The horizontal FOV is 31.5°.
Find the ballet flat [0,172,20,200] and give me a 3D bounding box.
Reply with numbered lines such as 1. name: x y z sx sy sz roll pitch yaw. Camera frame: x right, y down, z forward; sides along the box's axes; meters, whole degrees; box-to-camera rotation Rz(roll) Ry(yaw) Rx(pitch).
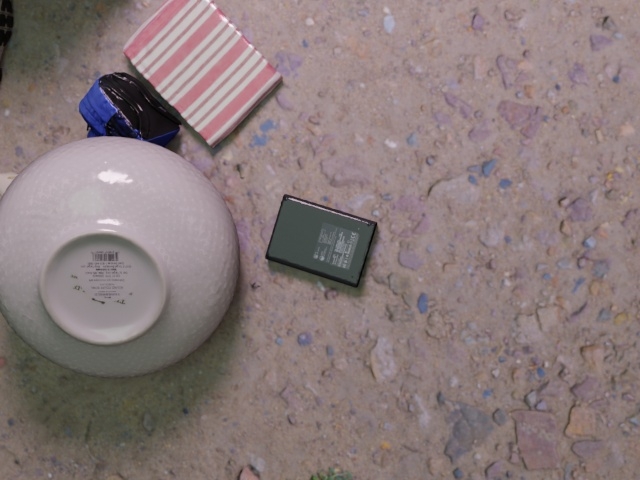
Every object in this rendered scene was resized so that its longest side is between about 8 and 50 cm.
1. ballet flat: -0.451 -0.030 1.604 0.316 0.107 0.106 -36 72 9

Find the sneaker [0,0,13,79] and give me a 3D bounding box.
1. sneaker: -0.491 -0.286 1.620 0.071 0.068 0.169 15 95 15

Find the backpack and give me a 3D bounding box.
1. backpack: -0.276 -0.166 1.568 0.101 0.098 0.120 -41 86 27

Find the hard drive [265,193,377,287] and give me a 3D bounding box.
1. hard drive: 0.000 0.000 1.560 0.135 0.022 0.094 18 95 9

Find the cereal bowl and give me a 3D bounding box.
1. cereal bowl: -0.278 0.039 1.497 0.339 0.141 0.338 0 110 -1

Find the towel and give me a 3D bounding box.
1. towel: -0.165 -0.246 1.583 0.144 0.029 0.197 -43 87 8
